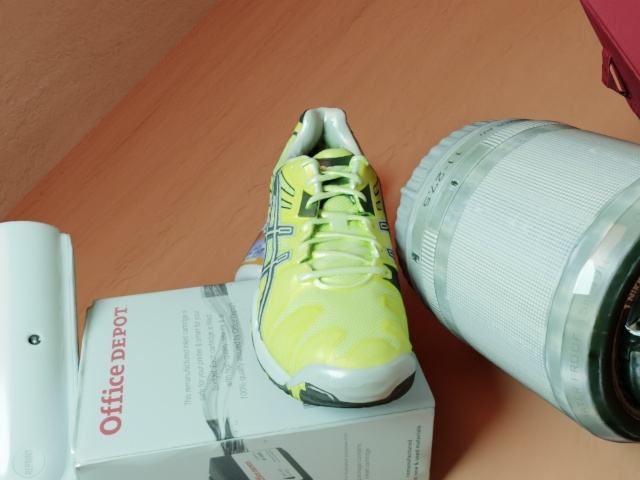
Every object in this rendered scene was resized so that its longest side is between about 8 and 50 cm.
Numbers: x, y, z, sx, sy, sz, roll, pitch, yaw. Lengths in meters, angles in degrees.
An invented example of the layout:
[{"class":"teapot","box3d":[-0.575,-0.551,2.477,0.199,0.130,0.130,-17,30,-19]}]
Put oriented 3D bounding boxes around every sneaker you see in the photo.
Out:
[{"class":"sneaker","box3d":[0.000,0.000,0.726,0.145,0.147,0.385,-4,33,-8]}]

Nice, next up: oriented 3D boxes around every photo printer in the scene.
[{"class":"photo printer","box3d":[-0.307,0.174,0.779,0.256,0.107,0.308,126,138,-52]}]

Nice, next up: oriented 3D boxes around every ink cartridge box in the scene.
[{"class":"ink cartridge box","box3d":[-0.068,0.150,0.752,0.307,0.129,0.223,-7,34,-8]}]

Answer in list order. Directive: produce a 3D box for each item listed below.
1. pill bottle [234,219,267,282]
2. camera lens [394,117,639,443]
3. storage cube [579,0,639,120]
[{"class":"pill bottle","box3d":[-0.015,-0.004,1.022,0.121,0.121,0.216,-5,47,45]},{"class":"camera lens","box3d":[0.216,0.020,0.646,0.219,0.219,0.274,-46,31,-5]},{"class":"storage cube","box3d":[0.390,-0.178,0.730,0.214,0.184,0.193,-29,36,20]}]
